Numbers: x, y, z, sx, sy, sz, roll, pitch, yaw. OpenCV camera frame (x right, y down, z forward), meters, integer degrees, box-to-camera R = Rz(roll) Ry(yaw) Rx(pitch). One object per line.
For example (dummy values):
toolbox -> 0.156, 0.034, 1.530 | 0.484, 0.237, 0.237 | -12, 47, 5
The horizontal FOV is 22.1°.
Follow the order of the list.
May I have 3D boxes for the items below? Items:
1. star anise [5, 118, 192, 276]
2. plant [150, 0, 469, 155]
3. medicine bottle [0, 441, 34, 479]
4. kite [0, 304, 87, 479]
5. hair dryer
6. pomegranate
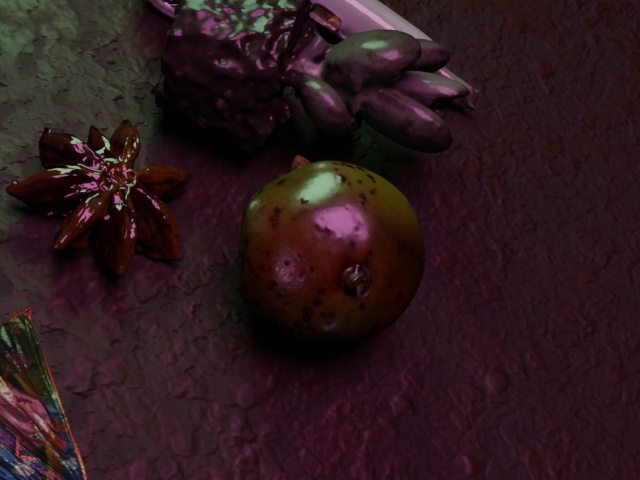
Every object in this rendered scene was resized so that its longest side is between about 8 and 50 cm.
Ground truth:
star anise -> -0.176, -0.040, 1.373 | 0.168, 0.057, 0.168 | 10, 54, -14
plant -> -0.008, -0.144, 1.459 | 0.275, 0.149, 0.146 | 12, 59, -9
medicine bottle -> -0.173, 0.235, 1.156 | 0.260, 0.095, 0.095 | 38, 51, 6
kite -> -0.242, 0.118, 1.157 | 0.234, 0.016, 0.321 | 33, 21, 12
hair dryer -> 0.008, -0.223, 1.561 | 0.357, 0.107, 0.173 | 33, 53, -5
pomegranate -> 0.000, 0.000, 1.369 | 0.159, 0.159, 0.205 | 5, 29, -18
